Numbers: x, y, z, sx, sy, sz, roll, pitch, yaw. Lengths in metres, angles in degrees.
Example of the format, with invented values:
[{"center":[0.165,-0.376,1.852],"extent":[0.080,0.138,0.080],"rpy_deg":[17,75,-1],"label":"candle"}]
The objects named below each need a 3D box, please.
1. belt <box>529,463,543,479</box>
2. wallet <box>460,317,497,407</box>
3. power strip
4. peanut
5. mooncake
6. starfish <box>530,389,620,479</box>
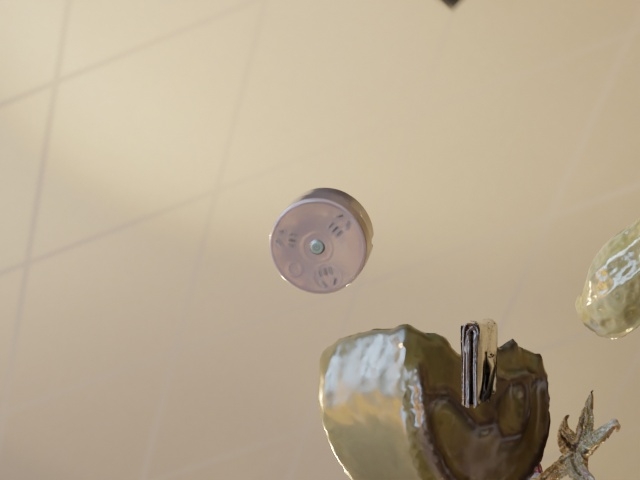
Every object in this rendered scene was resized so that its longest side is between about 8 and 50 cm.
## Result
[{"center":[0.405,0.525,2.529],"extent":[0.124,0.128,0.201],"rpy_deg":[47,-135,-84],"label":"belt"},{"center":[0.235,0.178,1.769],"extent":[0.230,0.042,0.124],"rpy_deg":[11,-102,-78],"label":"wallet"},{"center":[0.000,0.000,1.801],"extent":[0.154,0.154,0.078],"rpy_deg":[44,-160,-4],"label":"power strip"},{"center":[0.455,0.018,1.621],"extent":[0.130,0.290,0.130],"rpy_deg":[28,-149,-19],"label":"peanut"},{"center":[0.215,0.283,2.095],"extent":[0.394,0.246,0.393],"rpy_deg":[-41,-73,-44],"label":"mooncake"},{"center":[0.461,0.378,2.168],"extent":[0.043,0.240,0.227],"rpy_deg":[37,-145,-9],"label":"starfish"}]
